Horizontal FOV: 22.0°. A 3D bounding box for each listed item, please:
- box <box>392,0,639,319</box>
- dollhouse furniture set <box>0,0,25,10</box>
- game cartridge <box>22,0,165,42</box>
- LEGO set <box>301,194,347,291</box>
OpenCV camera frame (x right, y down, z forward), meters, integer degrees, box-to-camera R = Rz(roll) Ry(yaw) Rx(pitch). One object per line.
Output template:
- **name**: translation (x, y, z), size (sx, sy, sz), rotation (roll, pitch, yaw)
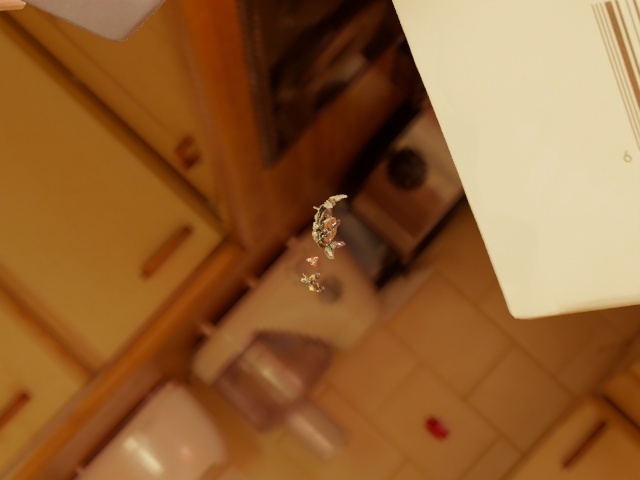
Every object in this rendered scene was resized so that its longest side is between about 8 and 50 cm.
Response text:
- **box**: translation (0.199, -0.134, 0.640), size (0.215, 0.168, 0.345), rotation (-9, -156, 33)
- **dollhouse furniture set**: translation (-0.195, -0.248, 1.171), size (0.242, 0.161, 0.212), rotation (1, -169, 33)
- **game cartridge**: translation (-0.149, -0.180, 0.393), size (0.230, 0.355, 0.068), rotation (-40, -143, 43)
- **LEGO set**: translation (-0.001, 0.000, 1.339), size (0.083, 0.023, 0.054), rotation (-62, 149, -27)
